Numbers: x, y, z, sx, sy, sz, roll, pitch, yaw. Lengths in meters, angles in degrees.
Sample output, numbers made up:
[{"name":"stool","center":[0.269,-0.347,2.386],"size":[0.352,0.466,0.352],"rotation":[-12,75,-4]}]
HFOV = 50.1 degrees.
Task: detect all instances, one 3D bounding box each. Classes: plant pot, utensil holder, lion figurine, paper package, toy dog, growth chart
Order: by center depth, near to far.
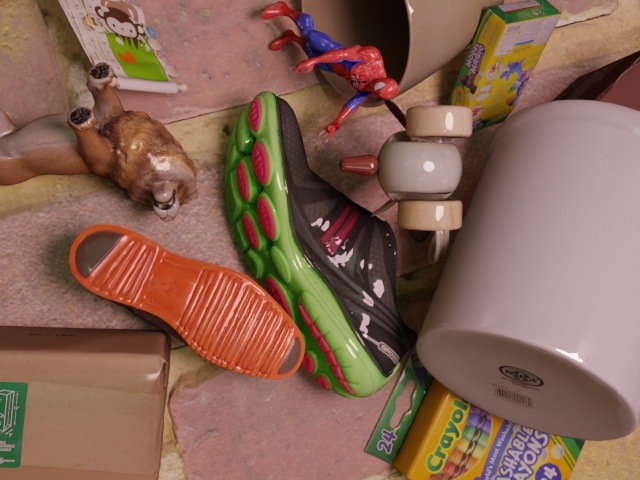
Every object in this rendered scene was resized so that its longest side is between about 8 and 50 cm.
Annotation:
[{"name":"paper package","center":[-0.360,0.203,0.879],"size":[0.324,0.309,0.168],"rotation":[4,87,-12]},{"name":"toy dog","center":[0.114,-0.100,0.959],"size":[0.160,0.334,0.220],"rotation":[5,78,5]},{"name":"lion figurine","center":[-0.376,-0.132,0.969],"size":[0.391,0.240,0.142],"rotation":[6,65,3]},{"name":"utensil holder","center":[0.347,0.044,0.996],"size":[0.327,0.327,0.386],"rotation":[34,63,-10]},{"name":"growth chart","center":[-0.302,-0.311,1.007],"size":[0.237,0.021,0.172],"rotation":[58,34,5]},{"name":"plant pot","center":[0.153,-0.374,1.075],"size":[0.273,0.256,0.257],"rotation":[-26,94,-28]}]

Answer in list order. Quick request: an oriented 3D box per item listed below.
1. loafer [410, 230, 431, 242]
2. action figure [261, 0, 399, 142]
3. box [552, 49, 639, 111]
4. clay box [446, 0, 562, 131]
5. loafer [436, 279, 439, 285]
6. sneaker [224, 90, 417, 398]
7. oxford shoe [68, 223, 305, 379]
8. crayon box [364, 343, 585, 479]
[{"name":"loafer","center":[0.162,-0.069,1.148],"size":[0.050,0.056,0.148],"rotation":[8,76,-12]},{"name":"action figure","center":[-0.010,-0.251,1.006],"size":[0.139,0.280,0.092],"rotation":[-41,142,-17]},{"name":"box","center":[0.492,-0.191,1.153],"size":[0.168,0.203,0.167],"rotation":[-42,98,-11]},{"name":"clay box","center":[0.288,-0.278,1.117],"size":[0.127,0.222,0.053],"rotation":[-19,58,-28]},{"name":"loafer","center":[0.305,0.156,1.156],"size":[0.096,0.084,0.267],"rotation":[-43,98,-9]},{"name":"sneaker","center":[0.000,0.000,1.067],"size":[0.202,0.185,0.483],"rotation":[-26,96,-34]},{"name":"oxford shoe","center":[-0.189,0.090,1.014],"size":[0.363,0.132,0.130],"rotation":[32,76,-7]},{"name":"crayon box","center":[0.263,0.336,1.141],"size":[0.322,0.083,0.203],"rotation":[28,82,-11]}]
